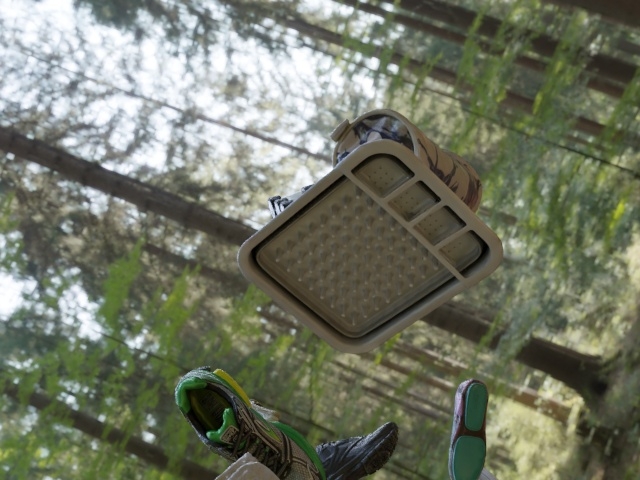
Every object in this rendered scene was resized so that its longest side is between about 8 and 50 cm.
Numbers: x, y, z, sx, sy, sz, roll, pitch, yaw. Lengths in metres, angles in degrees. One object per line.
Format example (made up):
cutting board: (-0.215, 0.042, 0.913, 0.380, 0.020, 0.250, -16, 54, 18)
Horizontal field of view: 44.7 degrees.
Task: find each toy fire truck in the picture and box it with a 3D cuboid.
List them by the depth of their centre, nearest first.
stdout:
toy fire truck: (0.000, 0.000, 1.805, 0.217, 0.159, 0.246, -156, 49, -73)

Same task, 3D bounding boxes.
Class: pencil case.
pencil case: (0.166, -0.126, 1.449, 0.159, 0.184, 0.410, -62, -26, 8)

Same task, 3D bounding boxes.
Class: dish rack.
dish rack: (0.071, 0.009, 1.175, 0.333, 0.285, 0.072, -38, 24, 27)

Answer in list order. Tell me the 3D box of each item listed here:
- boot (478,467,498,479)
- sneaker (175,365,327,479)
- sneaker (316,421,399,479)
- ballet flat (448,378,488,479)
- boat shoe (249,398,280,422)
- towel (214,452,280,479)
boot: (0.432, 0.709, 2.001, 0.123, 0.258, 0.095, -9, -36, -41)
sneaker: (-0.137, 0.370, 1.403, 0.134, 0.344, 0.146, -52, -9, 1)
sneaker: (0.061, 0.511, 1.837, 0.286, 0.130, 0.109, -34, -38, -19)
ballet flat: (0.295, 0.392, 1.579, 0.079, 0.077, 0.221, 134, 147, -70)
boat shoe: (-0.159, 0.454, 2.079, 0.048, 0.056, 0.153, -58, 32, -8)
towel: (-0.068, 0.418, 0.953, 0.187, 0.282, 0.049, -37, -25, -19)
